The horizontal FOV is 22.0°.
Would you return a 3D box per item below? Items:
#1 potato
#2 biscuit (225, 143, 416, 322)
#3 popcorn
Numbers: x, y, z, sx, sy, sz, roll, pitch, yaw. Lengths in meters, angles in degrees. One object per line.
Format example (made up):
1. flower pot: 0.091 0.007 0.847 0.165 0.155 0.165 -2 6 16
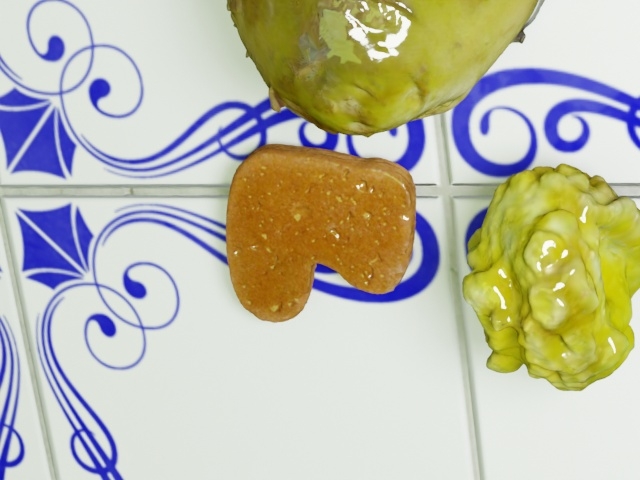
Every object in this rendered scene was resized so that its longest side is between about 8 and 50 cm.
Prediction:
1. potato: 0.053 -0.223 1.367 0.246 0.196 0.300 30 118 10
2. biscuit: 0.000 0.000 1.568 0.192 0.036 0.186 10 116 21
3. popcorn: 0.197 0.029 1.410 0.155 0.197 0.198 10 114 23
